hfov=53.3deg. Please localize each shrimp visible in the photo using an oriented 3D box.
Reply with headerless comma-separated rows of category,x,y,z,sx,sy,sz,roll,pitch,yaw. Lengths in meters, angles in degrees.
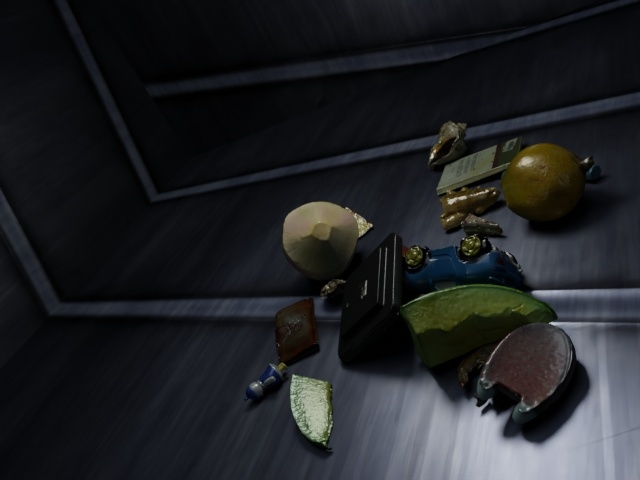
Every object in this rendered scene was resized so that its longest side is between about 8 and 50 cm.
shrimp,0.359,0.284,1.382,0.132,0.051,0.187,-24,16,41

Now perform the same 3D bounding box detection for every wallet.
wallet,-0.073,0.265,1.882,0.137,0.031,0.255,-27,26,7

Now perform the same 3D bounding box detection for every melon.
melon,0.355,0.179,1.435,0.323,0.196,0.124,-17,42,12
melon,-0.010,0.419,1.545,0.114,0.053,0.262,-13,29,-5

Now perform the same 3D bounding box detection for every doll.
doll,-0.150,0.382,1.724,0.143,0.057,0.099,-40,6,-18

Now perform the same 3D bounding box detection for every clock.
clock,0.122,0.144,1.664,0.273,0.049,0.279,-51,22,43

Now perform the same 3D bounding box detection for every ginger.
ginger,0.447,-0.116,1.959,0.205,0.081,0.115,-30,31,5

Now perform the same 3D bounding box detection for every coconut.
coconut,0.000,0.000,2.017,0.259,0.259,0.259,-24,26,13

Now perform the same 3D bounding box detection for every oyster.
oyster,0.047,0.143,1.913,0.148,0.103,0.051,-28,63,39

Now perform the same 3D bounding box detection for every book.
book,0.537,-0.256,2.153,0.289,0.026,0.201,-20,25,32

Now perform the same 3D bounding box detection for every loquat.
loquat,0.620,-0.162,1.720,0.246,0.213,0.213,-25,24,34

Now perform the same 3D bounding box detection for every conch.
conch,0.458,-0.344,2.304,0.207,0.130,0.155,-45,-7,5

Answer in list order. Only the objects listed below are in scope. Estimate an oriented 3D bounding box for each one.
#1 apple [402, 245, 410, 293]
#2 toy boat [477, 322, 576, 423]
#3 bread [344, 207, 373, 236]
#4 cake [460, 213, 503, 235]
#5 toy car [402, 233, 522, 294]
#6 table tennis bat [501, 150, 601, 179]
apple,0.205,0.085,1.788,0.153,0.120,0.153,-48,28,36
toy boat,0.424,0.266,1.294,0.155,0.085,0.227,29,62,34
bread,0.114,-0.058,2.210,0.084,0.080,0.109,-43,26,-20
cake,0.462,-0.036,1.834,0.055,0.051,0.140,-36,24,-12
toy car,0.343,0.096,1.600,0.314,0.198,0.166,-12,62,37
table tennis bat,0.690,-0.210,1.921,0.215,0.044,0.329,-39,24,-19
